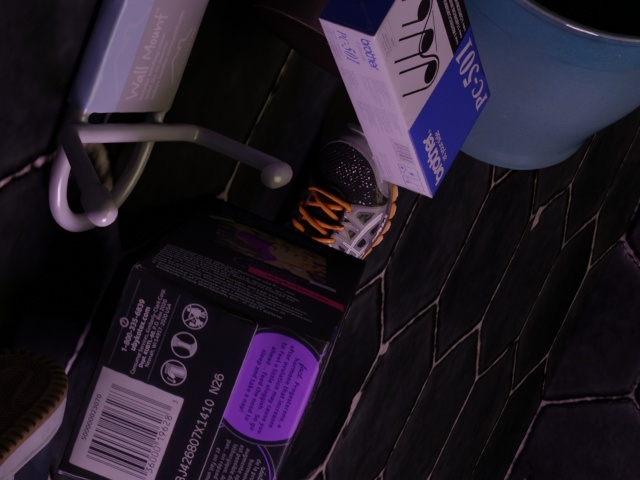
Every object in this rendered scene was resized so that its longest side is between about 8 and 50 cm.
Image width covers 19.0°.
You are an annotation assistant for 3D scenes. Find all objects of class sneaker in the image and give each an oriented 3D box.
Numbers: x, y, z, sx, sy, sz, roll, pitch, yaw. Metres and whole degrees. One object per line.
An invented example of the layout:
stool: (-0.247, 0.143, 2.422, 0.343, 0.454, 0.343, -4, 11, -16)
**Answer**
sneaker: (0.000, 0.000, 1.661, 0.083, 0.084, 0.215, -21, 135, -57)
sneaker: (-0.254, 0.193, 1.200, 0.282, 0.099, 0.153, -41, 149, -55)

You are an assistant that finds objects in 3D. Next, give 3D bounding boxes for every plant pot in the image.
plant pot: (0.200, -0.206, 1.688, 0.272, 0.271, 0.255, -50, 172, -35)

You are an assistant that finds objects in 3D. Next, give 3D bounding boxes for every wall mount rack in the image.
wall mount rack: (-0.077, -0.141, 1.191, 0.304, 0.130, 0.350, -12, 125, -67)

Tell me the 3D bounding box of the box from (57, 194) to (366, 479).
box: (-0.070, 0.085, 1.388, 0.270, 0.143, 0.165, -55, 167, -78)

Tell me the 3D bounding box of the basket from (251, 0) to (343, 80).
basket: (0.060, -0.234, 1.419, 0.227, 0.154, 0.204, -58, 170, -6)

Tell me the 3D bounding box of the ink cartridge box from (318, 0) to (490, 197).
ink cartridge box: (0.062, -0.124, 1.316, 0.097, 0.046, 0.207, -60, 154, -19)
